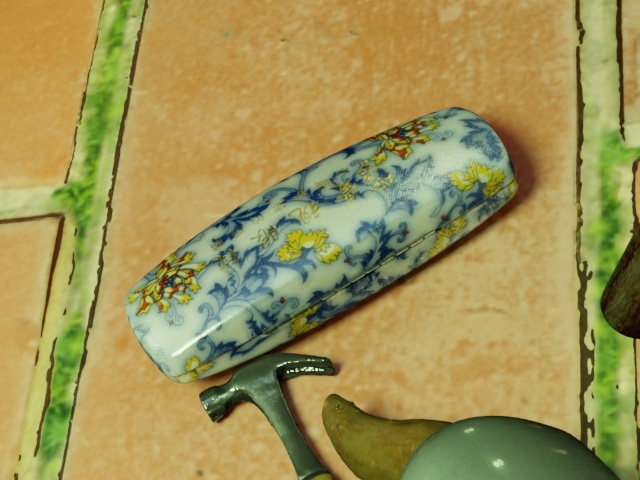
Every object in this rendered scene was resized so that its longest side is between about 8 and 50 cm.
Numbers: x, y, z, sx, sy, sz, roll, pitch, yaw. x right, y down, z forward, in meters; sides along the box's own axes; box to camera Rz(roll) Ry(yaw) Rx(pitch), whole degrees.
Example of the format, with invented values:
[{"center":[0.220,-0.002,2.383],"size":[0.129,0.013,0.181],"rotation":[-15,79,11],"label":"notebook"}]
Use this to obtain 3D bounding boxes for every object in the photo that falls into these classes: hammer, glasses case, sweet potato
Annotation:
[{"center":[0.003,0.139,0.992],"size":[0.078,0.021,0.201],"rotation":[-30,52,-4],"label":"hammer"},{"center":[0.000,0.000,1.063],"size":[0.248,0.065,0.087],"rotation":[-31,42,-6],"label":"glasses case"},{"center":[0.117,0.138,0.928],"size":[0.274,0.067,0.067],"rotation":[18,63,26],"label":"sweet potato"}]

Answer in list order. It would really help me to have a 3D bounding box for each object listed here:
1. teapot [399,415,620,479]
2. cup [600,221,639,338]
[{"center":[0.051,0.205,0.800],"size":[0.251,0.183,0.183],"rotation":[-39,53,-4],"label":"teapot"},{"center":[0.270,0.032,0.882],"size":[0.239,0.177,0.166],"rotation":[-20,53,4],"label":"cup"}]
